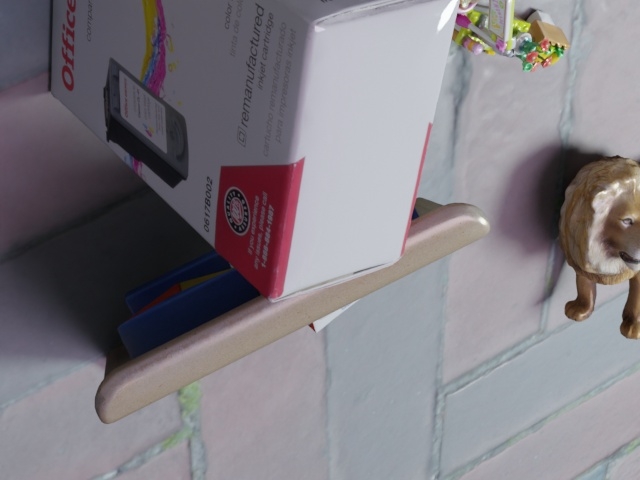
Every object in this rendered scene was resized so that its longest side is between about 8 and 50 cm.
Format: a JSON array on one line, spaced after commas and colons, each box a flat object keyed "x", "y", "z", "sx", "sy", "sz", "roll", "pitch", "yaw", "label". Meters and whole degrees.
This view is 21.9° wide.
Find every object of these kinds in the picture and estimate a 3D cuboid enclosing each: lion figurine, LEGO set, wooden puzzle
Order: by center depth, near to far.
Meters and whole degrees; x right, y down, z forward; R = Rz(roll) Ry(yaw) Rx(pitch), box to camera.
[{"x": -0.042, "y": 0.030, "z": 1.362, "sx": 0.322, "sy": 0.080, "sz": 0.348, "roll": -27, "pitch": -178, "yaw": -3, "label": "wooden puzzle"}, {"x": 0.175, "y": -0.212, "z": 1.520, "sx": 0.132, "sy": 0.107, "sz": 0.287, "roll": -43, "pitch": 143, "yaw": -9, "label": "LEGO set"}, {"x": 0.398, "y": -0.034, "z": 1.914, "sx": 0.392, "sy": 0.142, "sz": 0.240, "roll": -32, "pitch": 135, "yaw": -45, "label": "lion figurine"}]

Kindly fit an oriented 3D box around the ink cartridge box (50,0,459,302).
[{"x": -0.061, "y": -0.136, "z": 1.172, "sx": 0.131, "sy": 0.306, "sz": 0.226, "roll": -20, "pitch": 134, "yaw": -34, "label": "ink cartridge box"}]

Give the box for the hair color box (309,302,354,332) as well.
[{"x": 0.000, "y": 0.000, "z": 1.571, "sx": 0.093, "sy": 0.053, "sz": 0.167, "roll": -36, "pitch": 140, "yaw": -17, "label": "hair color box"}]
